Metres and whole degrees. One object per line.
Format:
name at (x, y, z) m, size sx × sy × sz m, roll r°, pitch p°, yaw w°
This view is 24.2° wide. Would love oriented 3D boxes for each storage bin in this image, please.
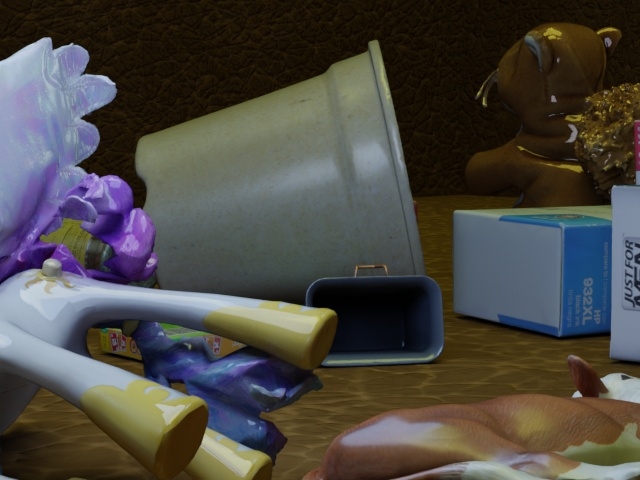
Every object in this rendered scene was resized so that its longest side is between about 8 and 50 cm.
storage bin at (0.043, 0.075, 1.474) m, size 0.135 × 0.098 × 0.091 m, roll -1°, pitch -5°, yaw -13°

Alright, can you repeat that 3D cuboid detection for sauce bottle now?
sauce bottle at (-0.354, 0.018, 2.024) m, size 0.111 × 0.111 × 0.344 m, roll -5°, pitch 6°, yaw -43°

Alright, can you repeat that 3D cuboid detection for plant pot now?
plant pot at (-0.049, -0.047, 1.782) m, size 0.306 × 0.333 × 0.334 m, roll -11°, pitch 4°, yaw 2°

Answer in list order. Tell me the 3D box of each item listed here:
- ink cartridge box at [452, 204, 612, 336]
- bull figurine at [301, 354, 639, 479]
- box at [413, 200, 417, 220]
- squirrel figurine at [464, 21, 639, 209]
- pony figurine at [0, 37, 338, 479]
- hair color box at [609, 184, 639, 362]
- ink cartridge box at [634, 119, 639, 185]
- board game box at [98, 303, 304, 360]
ink cartridge box at (0.339, 0.027, 1.740) m, size 0.308 × 0.129 × 0.223 m, roll -3°, pitch 5°, yaw -27°
bull figurine at (0.137, 0.125, 0.754) m, size 0.310 × 0.101 × 0.188 m, roll -4°, pitch 8°, yaw -43°
box at (0.000, 0.000, 2.130) m, size 0.257 × 0.122 × 0.128 m, roll -2°, pitch 6°, yaw -18°
squirrel figurine at (0.386, -0.125, 2.118) m, size 0.281 × 0.370 × 0.397 m, roll -3°, pitch 6°, yaw -34°
pony figurine at (-0.186, 0.051, 0.943) m, size 0.364 × 0.302 × 0.351 m, roll 17°, pitch 19°, yaw 19°
hair color box at (0.442, 0.036, 1.362) m, size 0.347 × 0.173 × 0.105 m, roll 4°, pitch 6°, yaw 38°
ink cartridge box at (0.423, -0.011, 1.563) m, size 0.172 × 0.237 × 0.100 m, roll -4°, pitch 3°, yaw -34°
board game box at (-0.086, 0.094, 1.546) m, size 0.259 × 0.039 × 0.124 m, roll -8°, pitch 9°, yaw -39°
